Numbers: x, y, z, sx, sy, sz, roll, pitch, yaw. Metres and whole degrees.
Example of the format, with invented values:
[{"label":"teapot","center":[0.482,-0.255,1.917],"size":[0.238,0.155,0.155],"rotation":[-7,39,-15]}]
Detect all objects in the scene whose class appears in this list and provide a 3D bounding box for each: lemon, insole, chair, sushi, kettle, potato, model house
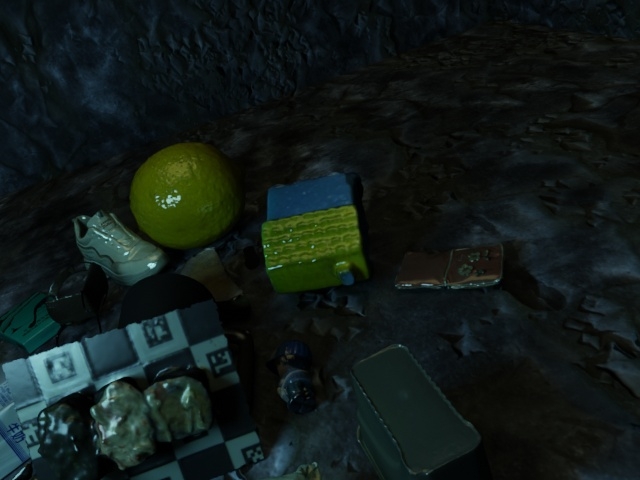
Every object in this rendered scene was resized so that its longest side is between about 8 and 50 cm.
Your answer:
[{"label":"lemon","center":[-0.387,-0.130,1.655],"size":[0.335,0.336,0.336],"rotation":[-13,29,8]},{"label":"insole","center":[-0.193,0.046,1.557],"size":[0.044,0.002,0.135],"rotation":[-20,29,-7]},{"label":"chair","center":[-0.616,0.164,1.425],"size":[0.148,0.174,0.213],"rotation":[-14,40,-1]},{"label":"sushi","center":[-0.307,0.291,0.889],"size":[0.372,0.297,0.100],"rotation":[-17,1,-2]},{"label":"kettle","center":[-0.287,0.246,1.125],"size":[0.203,0.262,0.308],"rotation":[-48,27,18]},{"label":"potato","center":[-0.265,0.127,1.363],"size":[0.138,0.098,0.243],"rotation":[-29,37,-13]},{"label":"model house","center":[0.000,0.000,1.330],"size":[0.236,0.216,0.303],"rotation":[-11,33,9]}]

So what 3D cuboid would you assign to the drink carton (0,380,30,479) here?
[{"label":"drink carton","center":[-0.632,0.379,1.096],"size":[0.106,0.131,0.315],"rotation":[16,42,43]}]

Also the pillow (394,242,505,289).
[{"label":"pillow","center":[0.283,0.062,1.231],"size":[0.232,0.043,0.126],"rotation":[-5,32,23]}]

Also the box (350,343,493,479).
[{"label":"box","center":[0.139,0.279,0.798],"size":[0.138,0.178,0.274],"rotation":[-23,30,-11]}]

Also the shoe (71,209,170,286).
[{"label":"shoe","center":[-0.591,0.011,1.620],"size":[0.341,0.211,0.132],"rotation":[5,36,34]}]

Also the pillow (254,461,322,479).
[{"label":"pillow","center":[-0.096,0.438,0.694],"size":[0.283,0.138,0.310],"rotation":[-20,32,-4]}]

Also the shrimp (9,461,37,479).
[{"label":"shrimp","center":[-0.536,0.460,0.984],"size":[0.145,0.059,0.254],"rotation":[-7,34,38]}]

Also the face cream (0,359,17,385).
[{"label":"face cream","center":[-0.678,0.330,1.230],"size":[0.117,0.104,0.117],"rotation":[-14,28,8]}]

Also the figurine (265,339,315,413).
[{"label":"figurine","center":[-0.051,0.251,1.058],"size":[0.086,0.087,0.149],"rotation":[15,22,-21]}]

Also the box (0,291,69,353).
[{"label":"box","center":[-0.786,0.219,1.543],"size":[0.226,0.042,0.161],"rotation":[8,37,38]}]
